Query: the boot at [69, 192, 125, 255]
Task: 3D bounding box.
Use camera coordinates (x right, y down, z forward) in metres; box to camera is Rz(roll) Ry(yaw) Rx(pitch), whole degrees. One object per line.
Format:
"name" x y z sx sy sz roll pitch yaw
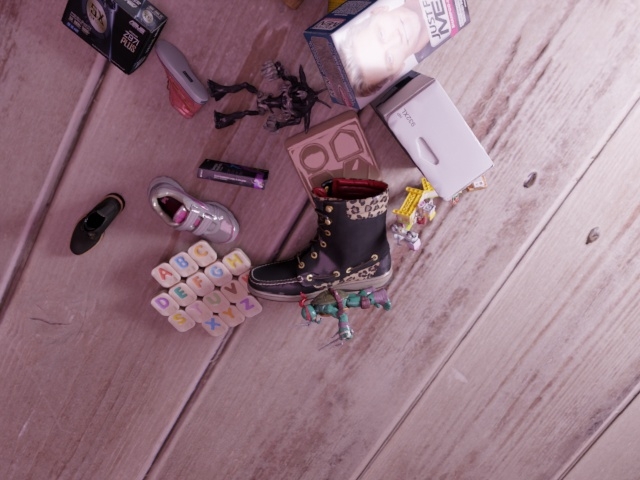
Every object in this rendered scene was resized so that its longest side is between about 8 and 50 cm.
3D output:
"boot" -0.575 -0.025 1.397 0.077 0.137 0.198 35 106 -13

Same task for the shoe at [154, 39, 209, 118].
"shoe" -0.336 -0.370 1.315 0.081 0.063 0.178 -37 90 38

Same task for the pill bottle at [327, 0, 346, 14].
"pill bottle" 0.075 -0.521 1.243 0.119 0.119 0.208 4 111 -3

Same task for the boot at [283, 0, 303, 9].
"boot" 0.004 -0.652 1.188 0.089 0.236 0.269 28 131 -31

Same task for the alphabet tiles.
"alphabet tiles" -0.294 0.135 1.496 0.284 0.021 0.278 -29 121 9

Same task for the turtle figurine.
"turtle figurine" 0.040 0.169 1.358 0.234 0.175 0.118 -17 111 -14

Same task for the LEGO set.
"LEGO set" 0.283 -0.078 1.425 0.287 0.132 0.107 -36 142 -19

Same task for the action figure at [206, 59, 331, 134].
"action figure" -0.114 -0.320 1.303 0.275 0.141 0.164 -6 99 2

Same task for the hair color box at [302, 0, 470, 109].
"hair color box" 0.148 -0.445 1.183 0.347 0.105 0.174 -41 129 -15

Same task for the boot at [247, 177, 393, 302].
"boot" 0.000 0.000 1.392 0.377 0.138 0.284 -4 125 -5

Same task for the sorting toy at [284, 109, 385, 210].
"sorting toy" 0.037 -0.192 1.412 0.193 0.038 0.208 -23 105 7

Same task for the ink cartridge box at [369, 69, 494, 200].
"ink cartridge box" 0.230 -0.245 1.250 0.129 0.307 0.223 -36 108 11

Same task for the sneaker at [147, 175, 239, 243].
"sneaker" -0.322 -0.059 1.405 0.252 0.111 0.103 27 107 -11

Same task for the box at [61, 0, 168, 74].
"box" -0.447 -0.479 1.232 0.180 0.077 0.147 39 135 -15

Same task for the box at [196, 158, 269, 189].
"box" -0.208 -0.161 1.369 0.162 0.116 0.029 9 108 -5
